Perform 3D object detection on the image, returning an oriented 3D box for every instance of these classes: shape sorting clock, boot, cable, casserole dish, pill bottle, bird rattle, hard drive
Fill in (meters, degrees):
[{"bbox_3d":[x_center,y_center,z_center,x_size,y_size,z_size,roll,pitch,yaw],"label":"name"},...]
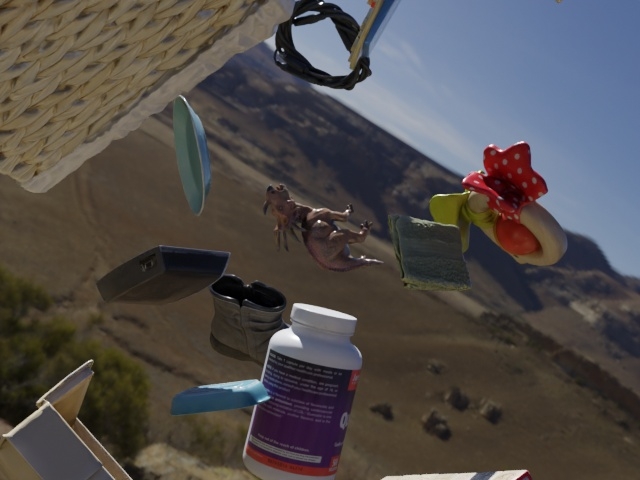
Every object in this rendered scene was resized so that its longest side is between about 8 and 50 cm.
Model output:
[{"bbox_3d":[0.090,-0.356,1.264,0.040,0.206,0.206,31,6,0],"label":"shape sorting clock"},{"bbox_3d":[-0.093,0.202,1.846,0.338,0.222,0.118,13,49,1],"label":"boot"},{"bbox_3d":[0.010,-0.337,1.434,0.185,0.150,0.047,26,35,6],"label":"cable"},{"bbox_3d":[-0.181,0.279,1.478,0.189,0.036,0.114,-9,-1,17],"label":"casserole dish"},{"bbox_3d":[-0.027,0.290,1.565,0.182,0.322,0.181,14,1,0],"label":"pill bottle"},{"bbox_3d":[0.285,-0.045,1.242,0.207,0.143,0.253,40,-22,-7],"label":"bird rattle"},{"bbox_3d":[-0.304,0.073,1.594,0.172,0.054,0.255,7,-22,-40],"label":"hard drive"}]

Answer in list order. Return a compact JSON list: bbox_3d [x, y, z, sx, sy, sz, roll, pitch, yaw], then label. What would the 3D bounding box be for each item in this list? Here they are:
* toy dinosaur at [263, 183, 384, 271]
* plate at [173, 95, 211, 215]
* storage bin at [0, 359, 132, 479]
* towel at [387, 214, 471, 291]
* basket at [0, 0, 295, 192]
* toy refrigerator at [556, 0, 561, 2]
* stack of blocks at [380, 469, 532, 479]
[{"bbox_3d":[0.000,0.000,1.888,0.200,0.127,0.295,-16,52,-41],"label":"toy dinosaur"},{"bbox_3d":[-0.196,-0.132,1.281,0.024,0.188,0.188,-11,24,-20],"label":"plate"},{"bbox_3d":[-0.203,0.282,0.838,0.262,0.123,0.260,47,-32,5],"label":"storage bin"},{"bbox_3d":[0.156,0.020,1.172,0.148,0.027,0.110,9,63,-41],"label":"towel"},{"bbox_3d":[-0.257,-0.280,0.720,0.328,0.331,0.266,61,11,20],"label":"basket"},{"bbox_3d":[0.454,-0.568,1.662,0.094,0.102,0.269,35,23,-19],"label":"toy refrigerator"},{"bbox_3d":[0.168,0.391,1.046,0.297,0.087,0.171,-27,-94,57],"label":"stack of blocks"}]
